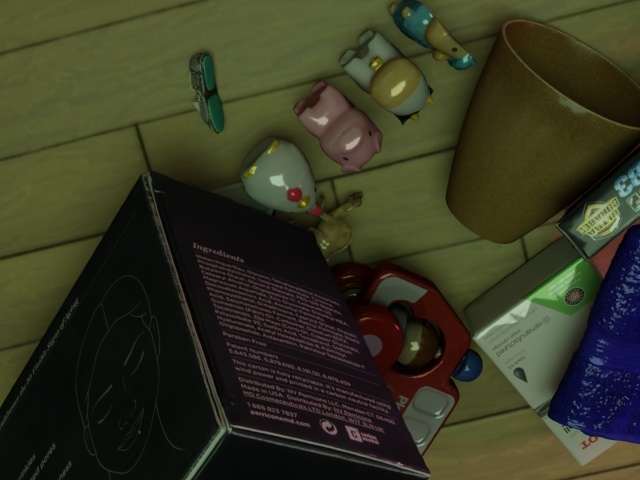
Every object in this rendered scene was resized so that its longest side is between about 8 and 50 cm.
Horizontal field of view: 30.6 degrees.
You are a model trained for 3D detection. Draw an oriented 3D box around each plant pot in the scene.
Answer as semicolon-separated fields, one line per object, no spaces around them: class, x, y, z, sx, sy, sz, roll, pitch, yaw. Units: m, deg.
plant pot;0.280;-0.127;1.573;0.237;0.237;0.254;27;120;-8

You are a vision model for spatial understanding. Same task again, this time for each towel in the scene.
towel;0.460;0.136;1.573;0.227;0.076;0.308;9;111;-22

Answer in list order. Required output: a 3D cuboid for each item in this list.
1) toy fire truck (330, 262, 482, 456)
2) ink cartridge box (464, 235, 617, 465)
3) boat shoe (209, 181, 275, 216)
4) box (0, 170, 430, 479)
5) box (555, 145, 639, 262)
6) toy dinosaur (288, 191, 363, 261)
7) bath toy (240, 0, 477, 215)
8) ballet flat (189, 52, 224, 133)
toy fire truck;0.094;0.188;1.701;0.253;0.169;0.302;24;108;-19
ink cartridge box;0.373;0.160;1.708;0.198;0.115;0.273;-38;104;12
boat shoe;-0.183;0.028;1.685;0.302;0.114;0.091;-32;147;7
box;-0.175;0.260;1.475;0.297;0.472;0.480;19;118;-33
box;0.444;-0.100;1.527;0.295;0.293;0.073;-43;85;13
toy dinosaur;0.000;0.000;1.660;0.092;0.053;0.183;14;74;26
bath toy;0.044;-0.161;1.581;0.348;0.151;0.129;-44;110;9
ballet flat;-0.162;-0.205;1.636;0.041;0.041;0.114;-8;108;3
